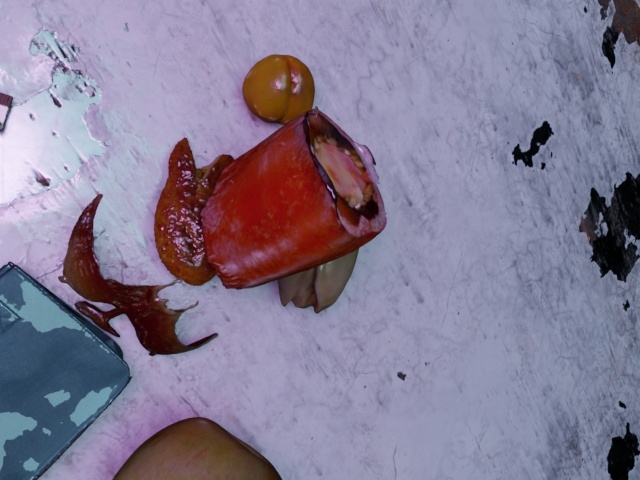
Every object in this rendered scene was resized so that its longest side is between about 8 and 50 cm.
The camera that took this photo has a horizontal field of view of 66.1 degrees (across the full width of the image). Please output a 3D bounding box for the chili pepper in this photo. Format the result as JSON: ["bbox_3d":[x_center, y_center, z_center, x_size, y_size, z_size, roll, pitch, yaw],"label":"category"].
[{"bbox_3d":[-0.070,-0.063,0.823,0.229,0.305,0.251,12,60,-61],"label":"chili pepper"}]

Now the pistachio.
[{"bbox_3d":[0.000,0.000,0.998,0.162,0.181,0.293,9,84,7],"label":"pistachio"}]

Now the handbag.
[{"bbox_3d":[-0.476,0.208,0.767,0.268,0.100,0.274,-49,114,-15],"label":"handbag"}]

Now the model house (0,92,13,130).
[{"bbox_3d":[-0.517,-0.207,0.739,0.083,0.057,0.058,17,89,-28],"label":"model house"}]

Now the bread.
[{"bbox_3d":[-0.226,-0.053,0.898,0.139,0.095,0.269,12,82,-38],"label":"bread"}]

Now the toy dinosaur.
[{"bbox_3d":[-0.293,0.097,0.847,0.327,0.206,0.113,34,37,-22],"label":"toy dinosaur"}]

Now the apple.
[{"bbox_3d":[-0.197,0.461,0.819,0.319,0.319,0.277,44,79,-25],"label":"apple"}]

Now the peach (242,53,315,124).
[{"bbox_3d":[-0.078,-0.293,0.951,0.138,0.138,0.138,-2,94,-30],"label":"peach"}]
